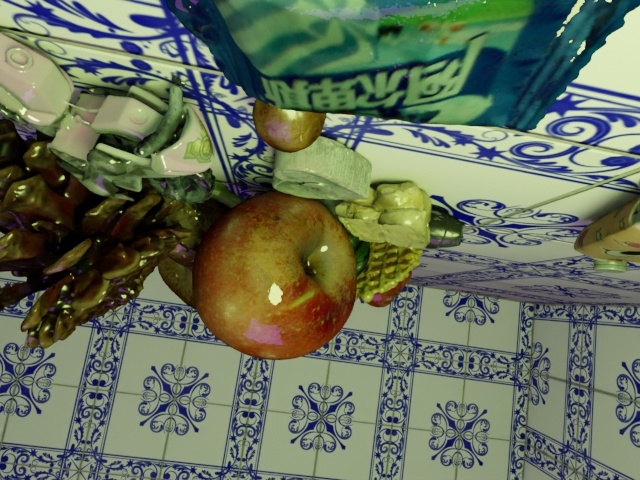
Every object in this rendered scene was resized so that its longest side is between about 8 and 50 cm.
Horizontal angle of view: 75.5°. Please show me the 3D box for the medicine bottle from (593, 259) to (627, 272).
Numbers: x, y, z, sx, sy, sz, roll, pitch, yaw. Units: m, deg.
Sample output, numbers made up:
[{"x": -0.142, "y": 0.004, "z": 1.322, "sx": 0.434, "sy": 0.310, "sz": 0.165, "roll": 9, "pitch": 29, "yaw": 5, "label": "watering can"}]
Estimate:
[{"x": 0.607, "y": 0.019, "z": 0.865, "sx": 0.058, "sy": 0.091, "sz": 0.058, "roll": 8, "pitch": 171, "yaw": 1, "label": "medicine bottle"}]

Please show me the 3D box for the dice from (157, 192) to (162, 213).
[{"x": -0.500, "y": -0.091, "z": 1.100, "sx": 0.120, "sy": 0.129, "sz": 0.130, "roll": 14, "pitch": 169, "yaw": -35, "label": "dice"}]

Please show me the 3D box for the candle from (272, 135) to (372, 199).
[{"x": 0.002, "y": -0.113, "z": 0.681, "sx": 0.168, "sy": 0.068, "sz": 0.192, "roll": 9, "pitch": 175, "yaw": -6, "label": "candle"}]

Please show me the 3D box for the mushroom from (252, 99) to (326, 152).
[{"x": -0.035, "y": -0.145, "z": 0.513, "sx": 0.088, "sy": 0.073, "sz": 0.129, "roll": -34, "pitch": 179, "yaw": -3, "label": "mushroom"}]

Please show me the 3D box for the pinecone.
[{"x": -0.440, "y": -0.034, "z": 0.704, "sx": 0.383, "sy": 0.385, "sz": 0.384, "roll": 8, "pitch": 171, "yaw": 1, "label": "pinecone"}]

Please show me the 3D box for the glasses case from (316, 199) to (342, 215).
[{"x": 0.009, "y": -0.067, "z": 0.961, "sx": 0.076, "sy": 0.050, "sz": 0.197, "roll": 6, "pitch": 161, "yaw": -27, "label": "glasses case"}]

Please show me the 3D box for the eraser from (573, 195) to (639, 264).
[{"x": 0.560, "y": -0.018, "z": 0.685, "sx": 0.171, "sy": 0.087, "sz": 0.290, "roll": 5, "pitch": 171, "yaw": 15, "label": "eraser"}]

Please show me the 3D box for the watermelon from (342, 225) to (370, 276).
[{"x": 0.034, "y": 0.031, "z": 1.101, "sx": 0.187, "sy": 0.215, "sz": 0.188, "roll": 22, "pitch": 135, "yaw": 24, "label": "watermelon"}]

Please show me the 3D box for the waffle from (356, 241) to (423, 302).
[{"x": 0.133, "y": 0.071, "z": 1.220, "sx": 0.311, "sy": 0.307, "sz": 0.060, "roll": 13, "pitch": 133, "yaw": 47, "label": "waffle"}]

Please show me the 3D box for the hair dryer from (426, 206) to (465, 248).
[{"x": 0.236, "y": -0.026, "z": 1.001, "sx": 0.235, "sy": 0.092, "sz": 0.271, "roll": 15, "pitch": 179, "yaw": 26, "label": "hair dryer"}]

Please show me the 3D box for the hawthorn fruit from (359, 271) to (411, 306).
[{"x": 0.203, "y": 0.117, "z": 1.590, "sx": 0.271, "sy": 0.242, "sz": 0.242, "roll": 38, "pitch": 180, "yaw": 17, "label": "hawthorn fruit"}]

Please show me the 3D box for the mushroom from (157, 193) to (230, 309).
[{"x": -0.301, "y": 0.052, "z": 1.081, "sx": 0.331, "sy": 0.334, "sz": 0.356, "roll": 41, "pitch": -160, "yaw": -11, "label": "mushroom"}]

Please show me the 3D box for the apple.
[{"x": -0.089, "y": 0.073, "z": 0.843, "sx": 0.276, "sy": 0.349, "sz": 0.348, "roll": -12, "pitch": 160, "yaw": 41, "label": "apple"}]

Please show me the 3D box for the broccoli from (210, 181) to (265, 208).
[{"x": -0.192, "y": -0.089, "z": 0.982, "sx": 0.204, "sy": 0.118, "sz": 0.122, "roll": 29, "pitch": -166, "yaw": -23, "label": "broccoli"}]

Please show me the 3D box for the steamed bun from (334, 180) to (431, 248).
[{"x": 0.139, "y": -0.055, "z": 0.816, "sx": 0.177, "sy": 0.106, "sz": 0.192, "roll": 7, "pitch": 163, "yaw": 35, "label": "steamed bun"}]

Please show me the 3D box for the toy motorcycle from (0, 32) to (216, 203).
[{"x": -0.266, "y": -0.152, "z": 0.517, "sx": 0.326, "sy": 0.143, "sz": 0.188, "roll": 30, "pitch": 153, "yaw": -27, "label": "toy motorcycle"}]

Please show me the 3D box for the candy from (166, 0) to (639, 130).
[{"x": 0.040, "y": -0.158, "z": 0.337, "sx": 0.330, "sy": 0.077, "sz": 0.187, "roll": 9, "pitch": 169, "yaw": 10, "label": "candy"}]
